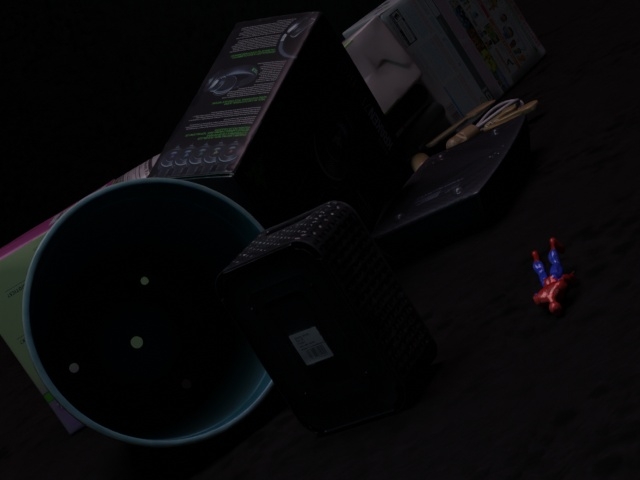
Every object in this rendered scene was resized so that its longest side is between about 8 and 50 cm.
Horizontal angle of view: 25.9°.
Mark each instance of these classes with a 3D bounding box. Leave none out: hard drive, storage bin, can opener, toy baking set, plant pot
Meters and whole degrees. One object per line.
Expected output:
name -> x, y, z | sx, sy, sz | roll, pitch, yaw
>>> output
hard drive -> 0.168, -0.063, 1.694 | 0.172, 0.054, 0.255 | -24, 14, 29
storage bin -> 0.006, 0.071, 1.250 | 0.122, 0.180, 0.084 | -23, 14, 35
can opener -> 0.072, -0.114, 2.018 | 0.283, 0.076, 0.095 | -48, 6, -33
toy baking set -> 0.215, -0.145, 1.980 | 0.197, 0.030, 0.256 | -29, 12, 0
plant pot -> -0.189, 0.094, 1.498 | 0.271, 0.272, 0.255 | -36, -1, -19

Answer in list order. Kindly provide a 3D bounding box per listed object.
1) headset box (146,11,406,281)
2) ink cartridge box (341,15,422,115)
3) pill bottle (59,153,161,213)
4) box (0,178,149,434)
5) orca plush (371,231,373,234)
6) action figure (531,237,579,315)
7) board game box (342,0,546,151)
headset box -> -0.047, -0.079, 1.626 | 0.131, 0.246, 0.283 | -2, 47, 35
ink cartridge box -> -0.036, -0.167, 2.088 | 0.353, 0.119, 0.207 | -33, 11, 41
pill bottle -> -0.298, -0.049, 2.493 | 0.318, 0.176, 0.176 | -29, 12, 10
box -> -0.292, 0.083, 1.788 | 0.213, 0.243, 0.117 | -31, 12, 4
orca plush -> 0.000, 0.000, 1.868 | 0.287, 0.102, 0.151 | -31, 53, 51
action figure -> 0.209, 0.037, 1.253 | 0.038, 0.030, 0.115 | -33, 16, 20
board game box -> 0.203, -0.310, 2.200 | 0.097, 0.224, 0.303 | -22, 15, 48
